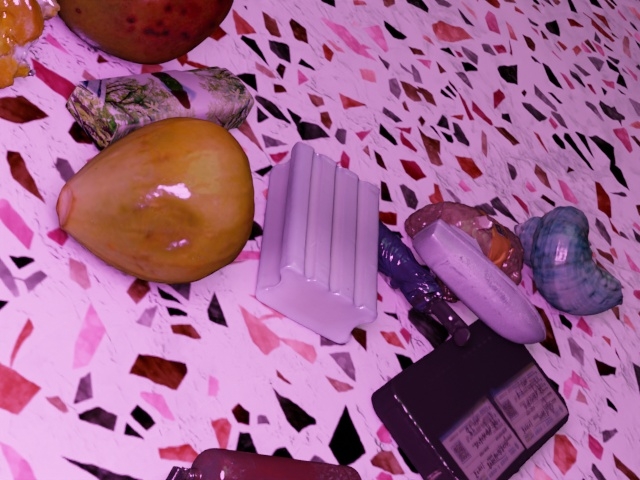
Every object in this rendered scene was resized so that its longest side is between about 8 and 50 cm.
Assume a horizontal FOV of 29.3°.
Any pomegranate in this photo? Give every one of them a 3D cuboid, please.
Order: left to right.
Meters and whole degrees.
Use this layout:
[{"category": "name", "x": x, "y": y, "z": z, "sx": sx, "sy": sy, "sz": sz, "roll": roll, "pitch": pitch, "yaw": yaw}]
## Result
[{"category": "pomegranate", "x": -0.259, "y": -0.417, "z": 1.718, "sx": 0.290, "sy": 0.291, "sz": 0.323, "roll": 13, "pitch": 36, "yaw": -39}]

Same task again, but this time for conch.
[{"category": "conch", "x": 0.420, "y": 0.033, "z": 2.125, "sx": 0.196, "sy": 0.134, "sz": 0.202, "roll": 70, "pitch": -4, "yaw": -57}]

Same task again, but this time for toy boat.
[{"category": "toy boat", "x": 0.248, "y": 0.066, "z": 1.842, "sx": 0.260, "sy": 0.078, "sz": 0.085, "roll": 43, "pitch": 42, "yaw": -13}]

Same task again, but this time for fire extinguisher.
[{"category": "fire extinguisher", "x": -0.073, "y": 0.289, "z": 1.404, "sx": 0.267, "sy": 0.072, "sz": 0.089, "roll": 16, "pitch": 86, "yaw": -38}]

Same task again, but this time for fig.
[{"category": "fig", "x": -0.190, "y": -0.038, "z": 1.486, "sx": 0.230, "sy": 0.207, "sz": 0.207, "roll": -37, "pitch": 85, "yaw": -32}]

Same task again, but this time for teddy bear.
[{"category": "teddy bear", "x": 0.250, "y": 0.011, "z": 1.965, "sx": 0.190, "sy": 0.140, "sz": 0.177, "roll": 15, "pitch": 43, "yaw": -50}]

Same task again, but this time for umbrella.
[{"category": "umbrella", "x": 0.138, "y": 0.066, "z": 1.823, "sx": 0.071, "sy": 0.071, "sz": 0.248, "roll": -12, "pitch": 55, "yaw": -51}]

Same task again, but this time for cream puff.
[{"category": "cream puff", "x": -0.412, "y": -0.322, "z": 1.544, "sx": 0.194, "sy": 0.194, "sz": 0.221, "roll": 30, "pitch": 35, "yaw": -23}]

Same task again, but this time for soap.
[{"category": "soap", "x": 0.000, "y": 0.000, "z": 1.740, "sx": 0.159, "sy": 0.087, "sz": 0.265, "roll": 30, "pitch": 39, "yaw": -24}]

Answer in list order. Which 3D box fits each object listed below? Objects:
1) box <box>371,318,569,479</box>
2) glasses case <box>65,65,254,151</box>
[{"category": "box", "x": 0.226, "y": 0.242, "z": 1.774, "sx": 0.211, "sy": 0.058, "sz": 0.350, "roll": 55, "pitch": 35, "yaw": 8}, {"category": "glasses case", "x": -0.216, "y": -0.190, "z": 1.700, "sx": 0.095, "sy": 0.062, "sz": 0.272, "roll": 49, "pitch": 36, "yaw": 17}]
